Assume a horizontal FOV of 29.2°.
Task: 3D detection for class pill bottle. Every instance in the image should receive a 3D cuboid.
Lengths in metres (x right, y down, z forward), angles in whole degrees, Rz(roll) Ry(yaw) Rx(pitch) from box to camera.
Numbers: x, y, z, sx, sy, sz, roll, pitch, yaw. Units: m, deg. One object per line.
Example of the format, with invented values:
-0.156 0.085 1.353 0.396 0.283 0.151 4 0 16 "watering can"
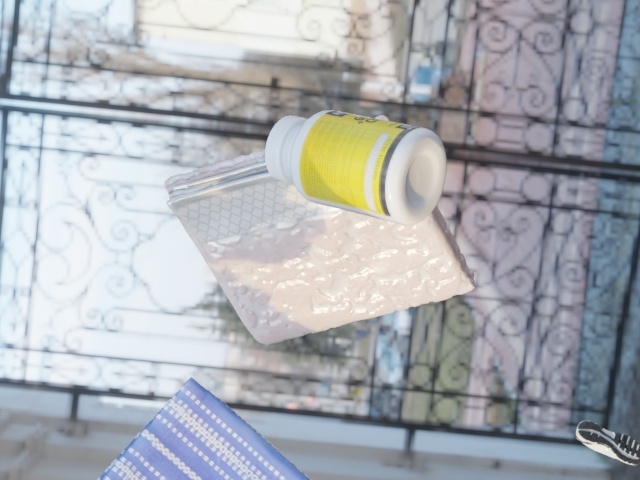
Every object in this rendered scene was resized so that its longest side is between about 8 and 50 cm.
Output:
0.034 -0.082 1.309 0.103 0.184 0.103 -24 -59 -48 "pill bottle"

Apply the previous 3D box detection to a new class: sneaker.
0.438 0.308 1.868 0.040 0.109 0.044 -58 -10 -19 "sneaker"

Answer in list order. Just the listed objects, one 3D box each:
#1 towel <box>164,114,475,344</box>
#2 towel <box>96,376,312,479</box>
0.000 0.000 1.642 0.053 0.331 0.317 -82 -30 -46 "towel"
-0.139 0.320 1.091 0.336 0.243 0.040 -48 -7 -10 "towel"
